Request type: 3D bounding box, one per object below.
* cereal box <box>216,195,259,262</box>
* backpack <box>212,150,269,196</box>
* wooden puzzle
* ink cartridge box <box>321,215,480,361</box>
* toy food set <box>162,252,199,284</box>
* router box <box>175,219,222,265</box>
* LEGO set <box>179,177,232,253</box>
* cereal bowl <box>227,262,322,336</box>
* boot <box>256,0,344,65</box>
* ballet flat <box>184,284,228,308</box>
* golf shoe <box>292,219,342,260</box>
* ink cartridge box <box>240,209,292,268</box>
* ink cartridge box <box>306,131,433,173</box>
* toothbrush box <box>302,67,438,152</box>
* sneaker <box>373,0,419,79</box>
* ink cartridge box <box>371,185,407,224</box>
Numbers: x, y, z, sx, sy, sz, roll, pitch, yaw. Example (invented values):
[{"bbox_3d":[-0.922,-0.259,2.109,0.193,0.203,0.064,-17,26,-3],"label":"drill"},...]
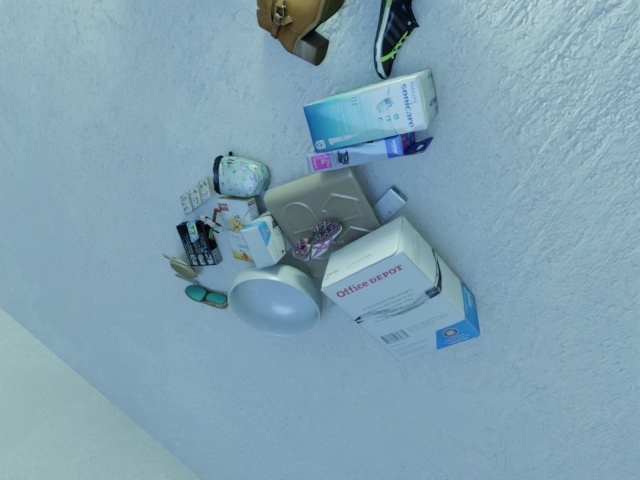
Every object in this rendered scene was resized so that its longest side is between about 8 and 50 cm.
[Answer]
[{"bbox_3d":[-0.274,-0.040,1.481,0.172,0.047,0.240,8,120,42],"label":"cereal box"},{"bbox_3d":[-0.264,-0.205,1.383,0.181,0.115,0.152,10,115,16],"label":"backpack"},{"bbox_3d":[0.032,-0.055,1.326,0.321,0.081,0.348,-14,117,30],"label":"wooden puzzle"},{"bbox_3d":[0.241,0.157,1.245,0.285,0.166,0.395,-30,118,32],"label":"ink cartridge box"},{"bbox_3d":[-0.553,0.107,1.684,0.132,0.039,0.192,21,151,11],"label":"toy food set"},{"bbox_3d":[-0.472,0.011,1.623,0.133,0.046,0.179,-4,112,26],"label":"router box"},{"bbox_3d":[-0.421,-0.082,1.523,0.182,0.060,0.245,-26,77,38],"label":"LEGO set"},{"bbox_3d":[-0.150,0.194,1.485,0.338,0.141,0.339,8,137,7],"label":"cereal bowl"},{"bbox_3d":[-0.056,-0.624,1.073,0.220,0.109,0.283,38,149,10],"label":"boot"},{"bbox_3d":[-0.469,0.242,1.726,0.206,0.073,0.067,16,143,21],"label":"ballet flat"},{"bbox_3d":[0.000,0.000,1.296,0.186,0.085,0.068,-36,57,27],"label":"golf shoe"},{"bbox_3d":[-0.165,-0.016,1.386,0.082,0.191,0.140,-14,108,28],"label":"ink cartridge box"},{"bbox_3d":[0.138,-0.254,1.136,0.310,0.186,0.065,-4,111,25],"label":"ink cartridge box"},{"bbox_3d":[0.137,-0.337,1.078,0.295,0.216,0.126,-5,113,27],"label":"toothbrush box"},{"bbox_3d":[0.194,-0.523,1.039,0.097,0.084,0.235,14,119,16],"label":"sneaker"},{"bbox_3d":[0.205,-0.107,1.272,0.063,0.029,0.115,42,131,0],"label":"ink cartridge box"}]
